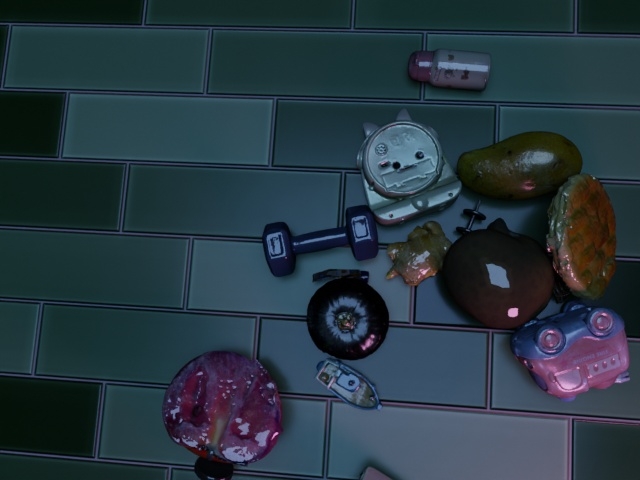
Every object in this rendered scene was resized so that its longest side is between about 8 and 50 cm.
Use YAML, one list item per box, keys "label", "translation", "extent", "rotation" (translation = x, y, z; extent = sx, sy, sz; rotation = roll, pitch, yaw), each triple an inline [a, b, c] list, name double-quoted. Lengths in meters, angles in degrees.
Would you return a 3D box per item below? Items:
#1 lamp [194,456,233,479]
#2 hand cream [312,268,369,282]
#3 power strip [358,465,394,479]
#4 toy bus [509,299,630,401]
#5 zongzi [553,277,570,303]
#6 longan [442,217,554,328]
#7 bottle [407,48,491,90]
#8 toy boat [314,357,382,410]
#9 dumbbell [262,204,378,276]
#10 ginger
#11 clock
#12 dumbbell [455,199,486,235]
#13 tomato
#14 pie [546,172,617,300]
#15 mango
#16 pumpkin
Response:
- label: "lamp"
  translation: [-0.332, 0.783, 1.782]
  extent: [0.130, 0.108, 0.371]
  rotation: [16, 84, 6]
- label: "hand cream"
  translation: [0.058, 0.103, 1.874]
  extent: [0.163, 0.062, 0.039]
  rotation: [0, 113, 0]
- label: "power strip"
  translation: [0.197, 0.711, 1.729]
  extent: [0.270, 0.046, 0.118]
  rotation: [33, 56, -4]
- label: "toy bus"
  translation: [0.670, 0.300, 1.727]
  extent: [0.294, 0.197, 0.231]
  rotation: [-20, 91, 0]
- label: "zongzi"
  translation: [0.692, 0.126, 1.817]
  extent: [0.083, 0.073, 0.067]
  rotation: [-38, 76, 42]
- label: "longan"
  translation: [0.474, 0.089, 1.743]
  extent: [0.300, 0.243, 0.300]
  rotation: [5, 74, -18]
- label: "bottle"
  translation: [0.373, -0.503, 1.903]
  extent: [0.233, 0.110, 0.110]
  rotation: [7, 83, 7]
- label: "toy boat"
  translation: [0.079, 0.405, 1.804]
  extent: [0.215, 0.102, 0.088]
  rotation: [33, 88, 8]
- label: "dumbbell"
  translation: [0.000, 0.000, 1.847]
  extent: [0.325, 0.160, 0.144]
  rotation: [-10, 49, 4]
- label: "ginger"
  translation: [0.273, 0.045, 1.837]
  extent: [0.216, 0.102, 0.157]
  rotation: [-35, 74, 0]
- label: "clock"
  translation: [0.235, -0.221, 1.875]
  extent: [0.265, 0.108, 0.324]
  rotation: [-21, 80, 3]
- label: "dumbbell"
  translation: [0.428, -0.048, 1.852]
  extent: [0.069, 0.069, 0.147]
  rotation: [22, 84, 8]
- label: "tomato"
  translation: [-0.253, 0.471, 1.794]
  extent: [0.335, 0.176, 0.289]
  rotation: [14, 63, 7]
- label: "pie"
  translation: [0.700, -0.015, 1.730]
  extent: [0.083, 0.339, 0.339]
  rotation: [-5, 78, 47]
- label: "mango"
  translation: [0.555, -0.199, 1.811]
  extent: [0.329, 0.175, 0.176]
  rotation: [-15, 72, 4]
- label: "pumpkin"
  translation: [0.077, 0.217, 1.800]
  extent: [0.233, 0.163, 0.233]
  rotation: [-1, 83, 7]
